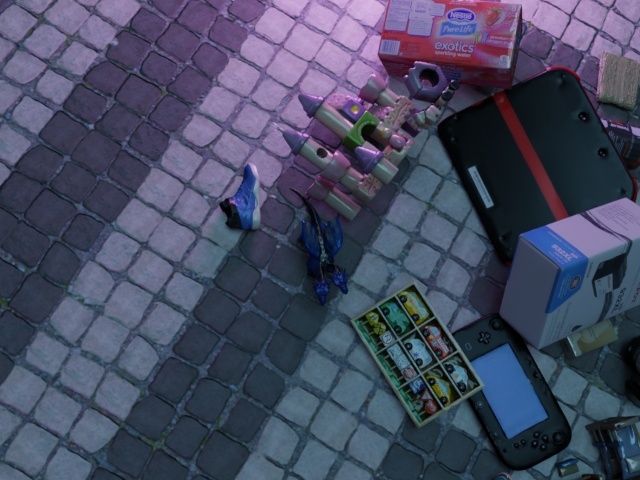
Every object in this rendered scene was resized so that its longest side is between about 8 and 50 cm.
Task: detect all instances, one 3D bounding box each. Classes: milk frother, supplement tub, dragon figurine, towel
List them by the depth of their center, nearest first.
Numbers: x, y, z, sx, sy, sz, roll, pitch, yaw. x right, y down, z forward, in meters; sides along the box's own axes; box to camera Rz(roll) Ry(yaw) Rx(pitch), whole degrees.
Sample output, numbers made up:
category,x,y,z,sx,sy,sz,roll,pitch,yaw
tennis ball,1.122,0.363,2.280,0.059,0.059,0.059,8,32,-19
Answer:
category,x,y,z,sx,sy,sz,roll,pitch,yaw
dragon figurine,0.000,0.000,1.525,0.085,0.144,0.289,-7,75,-10
milk frother,0.748,0.289,1.548,0.143,0.135,0.129,6,104,-3
supplement tub,0.668,-0.238,1.708,0.197,0.106,0.106,13,73,-4
towel,0.751,-0.404,1.809,0.110,0.027,0.148,15,71,-4

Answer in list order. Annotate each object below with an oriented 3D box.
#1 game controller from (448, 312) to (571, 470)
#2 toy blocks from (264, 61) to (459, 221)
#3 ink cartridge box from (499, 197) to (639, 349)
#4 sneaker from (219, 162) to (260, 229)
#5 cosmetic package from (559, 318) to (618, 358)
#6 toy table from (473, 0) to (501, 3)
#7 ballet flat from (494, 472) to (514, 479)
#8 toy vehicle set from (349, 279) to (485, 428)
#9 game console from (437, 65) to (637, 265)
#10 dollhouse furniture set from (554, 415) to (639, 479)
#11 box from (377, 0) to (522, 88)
category,x,y,z,sx,sy,sz,roll,pitch,yaw
game controller,0.396,0.319,1.528,0.166,0.067,0.319,-24,78,-14
toy blocks,0.069,-0.252,1.514,0.260,0.309,0.289,38,68,-3
ink cartridge box,0.549,0.066,1.498,0.307,0.223,0.129,-17,40,-24
sneaker,-0.179,-0.098,1.573,0.084,0.058,0.152,0,80,-17
cosmetic package,0.596,0.216,1.598,0.115,0.041,0.060,-20,77,-13
toy table,0.352,-0.600,1.715,0.252,0.274,0.161,5,58,28
ballet flat,0.404,0.597,1.450,0.086,0.086,0.249,-1,76,-8
toy vehicle set,0.202,0.238,1.518,0.166,0.035,0.267,-33,79,-1
game console,0.498,-0.179,1.648,0.342,0.060,0.387,-26,77,11
dollhouse furniture set,0.576,0.452,1.480,0.183,0.129,0.129,-14,76,-12
box,0.298,-0.454,1.637,0.299,0.142,0.154,10,86,17
